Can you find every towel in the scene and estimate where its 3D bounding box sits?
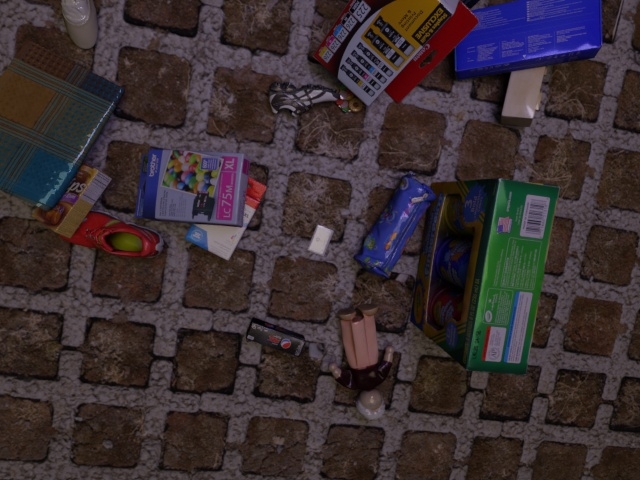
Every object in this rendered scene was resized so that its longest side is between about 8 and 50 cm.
[{"bbox_3d":[-0.702,-0.287,1.022,0.272,0.040,0.370,27,78,-7],"label":"towel"}]

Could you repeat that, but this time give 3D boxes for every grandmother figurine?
[{"bbox_3d":[0.127,0.373,1.232,0.208,0.104,0.342,-11,95,2],"label":"grandmother figurine"}]

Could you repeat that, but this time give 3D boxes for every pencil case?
[{"bbox_3d":[0.217,-0.040,1.179,0.119,0.133,0.306,30,92,-13],"label":"pencil case"}]

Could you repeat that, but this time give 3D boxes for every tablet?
[{"bbox_3d":[0.000,0.000,1.216,0.054,0.006,0.083,21,93,-9],"label":"tablet"}]

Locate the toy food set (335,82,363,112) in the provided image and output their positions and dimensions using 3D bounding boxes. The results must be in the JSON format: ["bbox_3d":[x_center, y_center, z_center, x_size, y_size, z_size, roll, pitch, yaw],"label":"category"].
[{"bbox_3d":[0.082,-0.409,1.174,0.083,0.020,0.083,4,96,-8],"label":"toy food set"}]

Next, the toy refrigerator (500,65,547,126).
[{"bbox_3d":[0.599,-0.476,1.181,0.094,0.102,0.269,14,95,21],"label":"toy refrigerator"}]

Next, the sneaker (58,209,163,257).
[{"bbox_3d":[-0.559,-0.017,1.075,0.279,0.118,0.107,10,95,-2],"label":"sneaker"}]

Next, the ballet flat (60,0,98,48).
[{"bbox_3d":[-0.615,-0.617,1.022,0.086,0.086,0.248,-4,97,-7],"label":"ballet flat"}]

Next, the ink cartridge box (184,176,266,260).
[{"bbox_3d":[-0.257,-0.079,1.135,0.134,0.078,0.231,28,92,-9],"label":"ink cartridge box"}]

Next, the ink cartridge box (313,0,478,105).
[{"bbox_3d":[0.183,-0.508,1.030,0.272,0.309,0.130,38,50,-10],"label":"ink cartridge box"}]

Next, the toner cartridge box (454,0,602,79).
[{"bbox_3d":[0.546,-0.554,1.107,0.348,0.075,0.165,-1,89,22],"label":"toner cartridge box"}]

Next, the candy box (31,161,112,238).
[{"bbox_3d":[-0.638,-0.112,1.052,0.109,0.053,0.186,25,78,23],"label":"candy box"}]

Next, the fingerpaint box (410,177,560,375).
[{"bbox_3d":[0.403,0.067,1.095,0.163,0.371,0.444,7,96,-8],"label":"fingerpaint box"}]

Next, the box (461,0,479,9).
[{"bbox_3d":[0.273,-0.781,1.021,0.396,0.293,0.211,15,94,-10],"label":"box"}]

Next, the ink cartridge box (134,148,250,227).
[{"bbox_3d":[-0.347,-0.139,1.068,0.311,0.065,0.185,5,86,12],"label":"ink cartridge box"}]

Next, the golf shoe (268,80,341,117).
[{"bbox_3d":[-0.044,-0.388,1.140,0.198,0.077,0.093,2,110,-4],"label":"golf shoe"}]

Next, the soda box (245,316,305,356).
[{"bbox_3d":[-0.131,0.283,1.203,0.169,0.060,0.053,23,92,-9],"label":"soda box"}]
